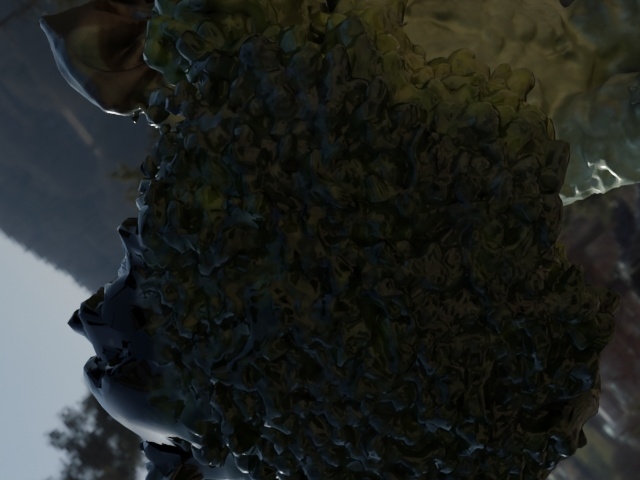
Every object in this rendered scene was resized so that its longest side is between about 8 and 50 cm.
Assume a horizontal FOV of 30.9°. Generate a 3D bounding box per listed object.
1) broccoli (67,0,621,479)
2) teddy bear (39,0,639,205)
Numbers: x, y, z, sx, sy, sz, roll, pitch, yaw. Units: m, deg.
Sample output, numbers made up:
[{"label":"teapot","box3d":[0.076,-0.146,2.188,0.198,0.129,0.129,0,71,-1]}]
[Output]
[{"label":"broccoli","box3d":[0.000,0.000,0.535,0.263,0.247,0.243,45,-158,-12]},{"label":"teddy bear","box3d":[0.058,-0.160,0.760,0.362,0.327,0.375,28,144,-25]}]
